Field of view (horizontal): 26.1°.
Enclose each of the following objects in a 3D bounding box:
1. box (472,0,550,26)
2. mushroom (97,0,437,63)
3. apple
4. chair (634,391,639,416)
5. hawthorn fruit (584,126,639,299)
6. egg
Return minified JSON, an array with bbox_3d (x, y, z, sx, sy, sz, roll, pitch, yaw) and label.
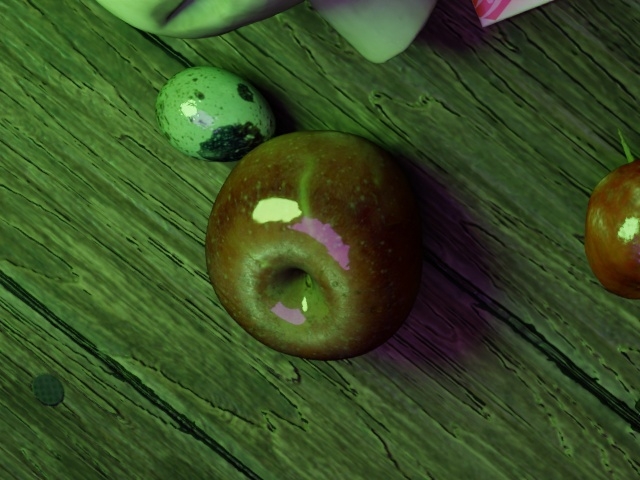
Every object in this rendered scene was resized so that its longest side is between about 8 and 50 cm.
[{"bbox_3d":[0.168,-0.222,1.157,0.093,0.015,0.058,-18,105,21],"label":"box"},{"bbox_3d":[-0.026,-0.307,1.024,0.353,0.353,0.325,36,131,1],"label":"mushroom"},{"bbox_3d":[0.000,0.000,1.214,0.201,0.162,0.201,9,123,15],"label":"apple"},{"bbox_3d":[0.329,0.147,1.233,0.086,0.037,0.042,17,125,5],"label":"chair"},{"bbox_3d":[0.276,-0.016,1.144,0.125,0.125,0.140,-18,106,21],"label":"hawthorn fruit"},{"bbox_3d":[-0.094,-0.111,1.236,0.110,0.085,0.085,23,114,0],"label":"egg"}]
